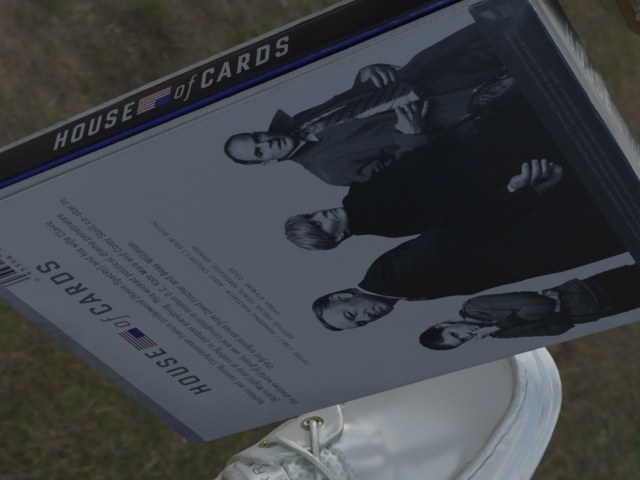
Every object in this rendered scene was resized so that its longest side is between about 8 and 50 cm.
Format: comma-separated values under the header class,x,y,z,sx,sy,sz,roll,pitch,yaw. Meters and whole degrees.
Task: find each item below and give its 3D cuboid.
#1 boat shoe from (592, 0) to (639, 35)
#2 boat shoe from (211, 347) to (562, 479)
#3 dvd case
class,x,y,z,sx,sy,sz,roll,pitch,yaw
boat shoe,0.068,-0.186,0.423,0.123,0.123,0.342,41,1,26
boat shoe,-0.006,0.134,0.644,0.096,0.277,0.098,37,13,-52
dvd case,0.000,0.000,0.499,0.179,0.238,0.030,47,34,-42
